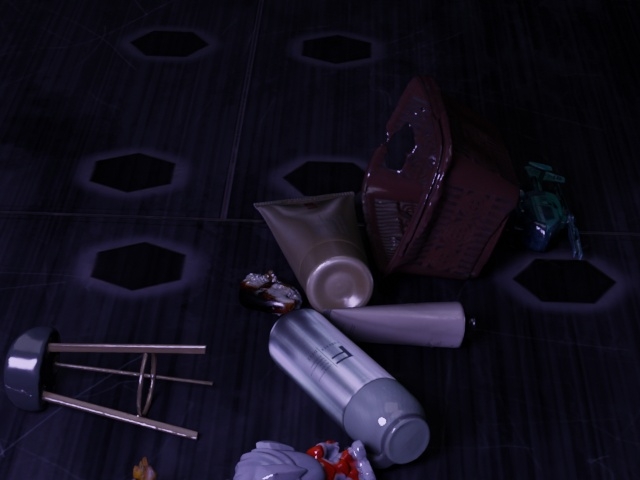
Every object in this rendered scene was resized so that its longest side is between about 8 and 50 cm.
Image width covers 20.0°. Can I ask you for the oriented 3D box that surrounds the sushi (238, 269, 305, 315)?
[{"bbox_3d":[-0.063,0.066,2.193,0.083,0.044,0.046,15,29,28],"label":"sushi"}]

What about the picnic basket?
[{"bbox_3d":[0.154,-0.065,2.320,0.129,0.222,0.297,20,24,-14],"label":"picnic basket"}]

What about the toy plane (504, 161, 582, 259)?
[{"bbox_3d":[0.294,-0.045,2.413,0.096,0.060,0.235,8,30,-5],"label":"toy plane"}]

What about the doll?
[{"bbox_3d":[-0.023,0.241,1.832,0.180,0.079,0.094,-8,68,-32],"label":"doll"}]

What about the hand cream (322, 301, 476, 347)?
[{"bbox_3d":[0.090,0.098,2.119,0.186,0.087,0.054,1,65,-8],"label":"hand cream"}]

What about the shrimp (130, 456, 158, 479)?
[{"bbox_3d":[-0.135,0.291,1.746,0.133,0.053,0.236,-8,32,-14],"label":"shrimp"}]

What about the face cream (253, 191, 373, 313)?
[{"bbox_3d":[0.000,0.000,2.301,0.137,0.084,0.341,-8,21,-5],"label":"face cream"}]

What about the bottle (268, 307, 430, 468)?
[{"bbox_3d":[0.025,0.163,1.981,0.096,0.079,0.254,-45,40,-5],"label":"bottle"}]

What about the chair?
[{"bbox_3d":[-0.229,0.149,1.985,0.222,0.104,0.095,7,2,1],"label":"chair"}]
